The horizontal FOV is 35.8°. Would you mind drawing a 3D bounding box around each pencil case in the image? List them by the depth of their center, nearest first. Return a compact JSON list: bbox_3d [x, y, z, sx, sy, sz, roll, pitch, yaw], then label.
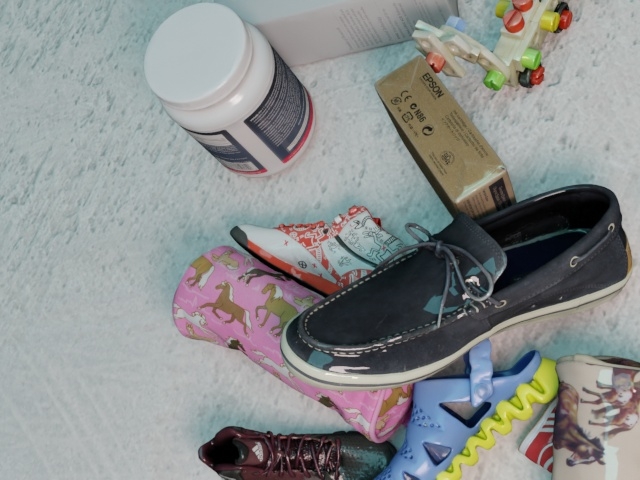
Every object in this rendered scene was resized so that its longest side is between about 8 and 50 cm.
[{"bbox_3d":[0.363,0.347,1.188,0.160,0.184,0.410,-18,63,56],"label":"pencil case"},{"bbox_3d":[-0.029,0.145,1.428,0.386,0.167,0.160,25,102,28],"label":"pencil case"}]

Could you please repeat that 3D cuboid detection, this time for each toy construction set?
[{"bbox_3d":[0.286,-0.350,1.459,0.151,0.215,0.327,39,87,30],"label":"toy construction set"}]

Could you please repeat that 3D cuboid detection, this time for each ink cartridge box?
[{"bbox_3d":[0.187,-0.122,1.427,0.088,0.193,0.234,-33,62,5],"label":"ink cartridge box"}]

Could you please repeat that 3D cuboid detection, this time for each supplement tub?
[{"bbox_3d":[-0.137,-0.230,1.555,0.191,0.272,0.191,-8,68,19],"label":"supplement tub"}]

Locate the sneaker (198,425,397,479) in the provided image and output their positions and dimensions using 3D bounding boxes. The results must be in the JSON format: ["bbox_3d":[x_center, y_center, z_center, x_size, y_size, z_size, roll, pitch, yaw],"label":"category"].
[{"bbox_3d":[-0.043,0.309,1.374,0.282,0.162,0.106,-6,68,20],"label":"sneaker"}]

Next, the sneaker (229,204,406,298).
[{"bbox_3d":[0.001,0.001,1.518,0.270,0.090,0.145,28,82,25],"label":"sneaker"}]

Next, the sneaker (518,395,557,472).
[{"bbox_3d":[0.323,0.252,1.315,0.067,0.042,0.118,38,95,33],"label":"sneaker"}]

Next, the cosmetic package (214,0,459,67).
[{"bbox_3d":[0.022,-0.432,1.637,0.385,0.156,0.217,-8,67,20],"label":"cosmetic package"}]

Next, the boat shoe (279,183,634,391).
[{"bbox_3d":[0.179,0.049,1.278,0.500,0.156,0.186,-18,39,-13],"label":"boat shoe"}]

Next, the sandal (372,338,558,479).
[{"bbox_3d":[0.170,0.235,1.323,0.317,0.126,0.138,-42,87,-6],"label":"sandal"}]
